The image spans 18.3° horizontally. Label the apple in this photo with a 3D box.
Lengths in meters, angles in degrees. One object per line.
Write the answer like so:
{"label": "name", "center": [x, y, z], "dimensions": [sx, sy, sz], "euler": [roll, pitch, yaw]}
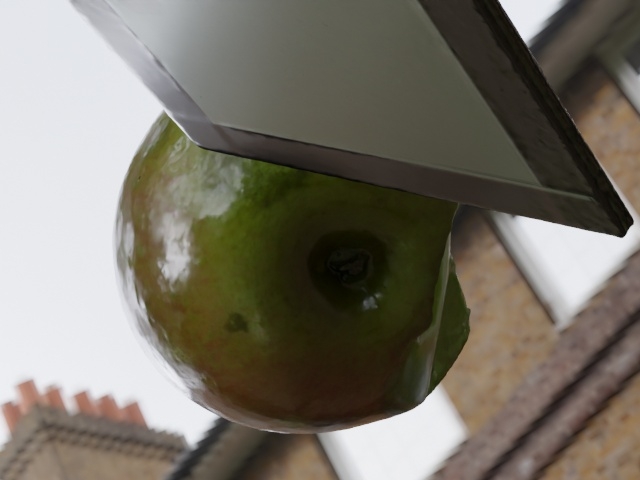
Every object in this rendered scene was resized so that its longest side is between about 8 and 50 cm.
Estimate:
{"label": "apple", "center": [0.000, 0.000, 1.202], "dimensions": [0.246, 0.226, 0.246], "euler": [0, -91, -17]}

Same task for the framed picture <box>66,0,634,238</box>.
{"label": "framed picture", "center": [-0.036, -0.114, 0.834], "dimensions": [0.347, 0.265, 0.016], "euler": [48, -117, -47]}
